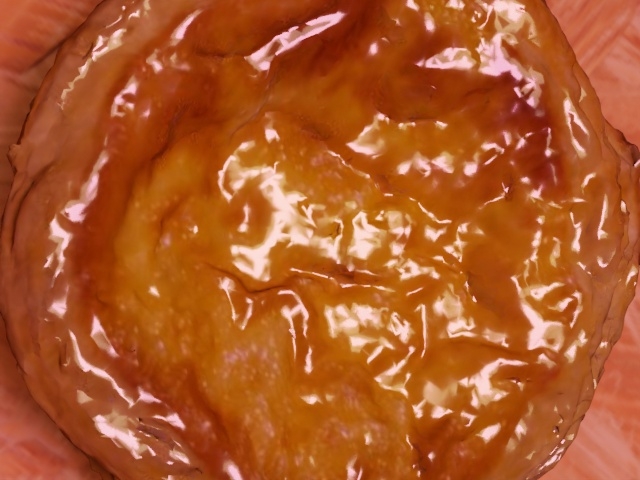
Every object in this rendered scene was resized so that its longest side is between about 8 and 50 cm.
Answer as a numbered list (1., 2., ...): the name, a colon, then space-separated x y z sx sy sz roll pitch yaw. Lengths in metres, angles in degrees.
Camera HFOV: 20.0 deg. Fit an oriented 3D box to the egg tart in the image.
1. egg tart: -0.003 0.003 0.903 0.341 0.129 0.341 2 86 -20
